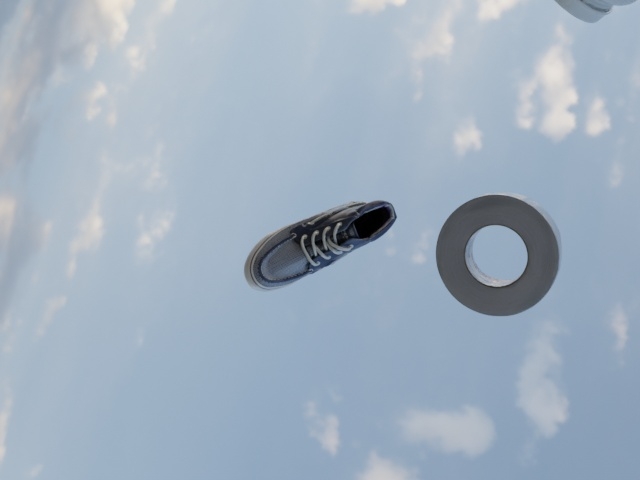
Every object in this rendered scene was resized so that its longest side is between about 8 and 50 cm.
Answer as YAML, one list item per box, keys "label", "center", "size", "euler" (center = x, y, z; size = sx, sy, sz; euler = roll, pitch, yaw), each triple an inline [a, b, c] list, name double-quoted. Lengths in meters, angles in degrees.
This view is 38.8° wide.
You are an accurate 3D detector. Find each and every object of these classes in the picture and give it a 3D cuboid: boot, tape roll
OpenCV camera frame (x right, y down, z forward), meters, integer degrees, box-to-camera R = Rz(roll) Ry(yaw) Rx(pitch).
- label: "boot"
  center: [0.000, 0.000, 1.089]
  size: [0.086, 0.190, 0.069]
  euler: [-11, -71, 60]
- label: "tape roll"
  center: [0.322, 0.023, 1.635]
  size: [0.219, 0.072, 0.219]
  euler: [3, -80, 20]

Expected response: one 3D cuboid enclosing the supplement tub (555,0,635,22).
- label: "supplement tub"
  center: [0.520, -0.540, 1.516]
  size: [0.316, 0.228, 0.228]
  euler: [-42, -138, 40]
